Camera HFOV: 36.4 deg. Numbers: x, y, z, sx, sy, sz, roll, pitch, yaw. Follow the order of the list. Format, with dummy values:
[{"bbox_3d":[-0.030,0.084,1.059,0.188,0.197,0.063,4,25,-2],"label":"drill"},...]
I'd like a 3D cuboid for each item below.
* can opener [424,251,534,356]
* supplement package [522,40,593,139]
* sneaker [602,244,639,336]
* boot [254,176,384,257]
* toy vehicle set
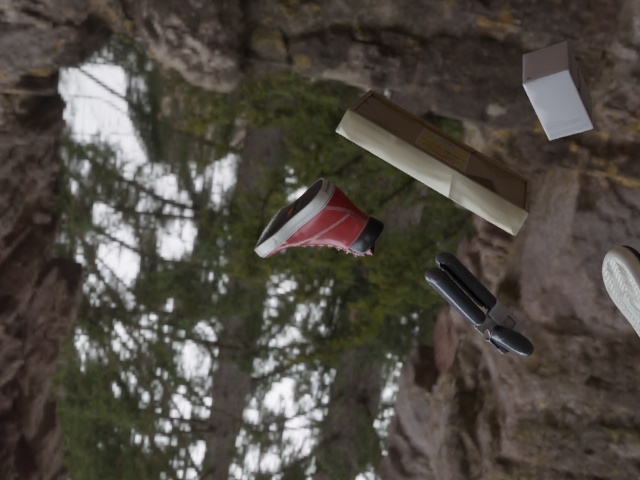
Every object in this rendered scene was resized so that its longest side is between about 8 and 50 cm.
[{"bbox_3d":[0.316,0.128,1.859,0.283,0.076,0.095,43,166,-33],"label":"can opener"},{"bbox_3d":[0.522,-0.328,2.140,0.105,0.179,0.105,-14,-135,27],"label":"supplement package"},{"bbox_3d":[0.622,0.116,1.695,0.148,0.350,0.131,-39,-155,-4],"label":"sneaker"},{"bbox_3d":[0.000,0.000,1.826,0.176,0.244,0.088,36,-133,-20],"label":"boot"},{"bbox_3d":[0.158,-0.110,1.305,0.267,0.035,0.166,31,-158,3],"label":"toy vehicle set"}]
